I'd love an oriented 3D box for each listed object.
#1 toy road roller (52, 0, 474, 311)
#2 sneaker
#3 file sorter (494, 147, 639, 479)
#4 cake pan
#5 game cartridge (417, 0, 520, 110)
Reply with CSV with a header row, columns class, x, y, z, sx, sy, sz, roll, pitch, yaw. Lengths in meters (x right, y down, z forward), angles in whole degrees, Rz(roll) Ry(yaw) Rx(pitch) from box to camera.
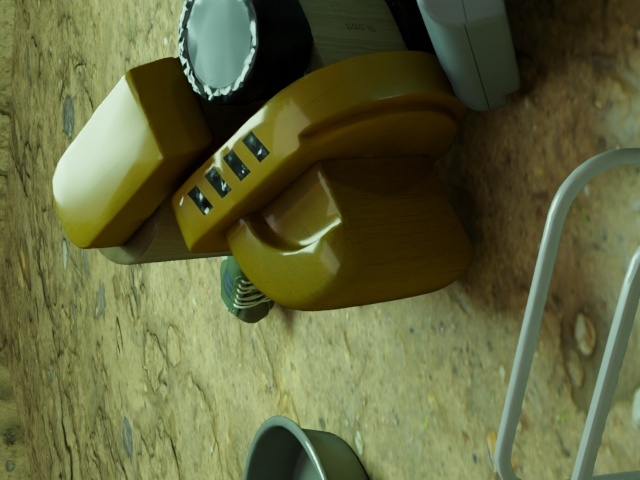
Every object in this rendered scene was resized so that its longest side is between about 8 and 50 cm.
class,x,y,z,sx,sy,sz,roll,pitch,yaw
toy road roller,-0.030,-0.036,0.995,0.329,0.202,0.241,-40,65,42
sneaker,-0.066,0.041,1.346,0.192,0.064,0.086,168,96,-78
file sorter,0.207,0.095,0.500,0.278,0.173,0.193,-127,40,-56
cake pan,-0.007,0.310,1.239,0.293,0.054,0.293,178,90,-69
game cartridge,0.074,-0.249,0.840,0.198,0.062,0.297,34,-134,-70
